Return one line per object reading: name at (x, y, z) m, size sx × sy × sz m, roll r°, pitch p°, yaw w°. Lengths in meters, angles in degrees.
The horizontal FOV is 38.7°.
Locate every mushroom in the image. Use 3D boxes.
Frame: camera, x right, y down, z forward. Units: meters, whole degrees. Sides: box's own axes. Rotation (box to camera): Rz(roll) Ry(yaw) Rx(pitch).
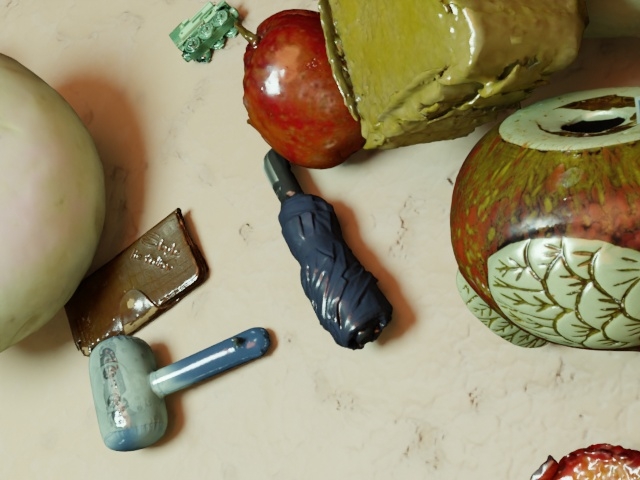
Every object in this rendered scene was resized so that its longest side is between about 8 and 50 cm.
mushroom at (-0.425, -0.052, 0.964) m, size 0.353 × 0.325 × 0.353 m, roll -15°, pitch 53°, yaw 21°

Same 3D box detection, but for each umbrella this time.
umbrella at (-0.007, 0.002, 0.884) m, size 0.071 × 0.071 × 0.248 m, roll -40°, pitch 55°, yaw 11°

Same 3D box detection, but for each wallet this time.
wallet at (-0.206, 0.049, 0.991) m, size 0.176 × 0.026 × 0.095 m, roll -33°, pitch 63°, yaw 15°

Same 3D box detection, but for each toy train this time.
toy train at (-0.131, -0.242, 1.046) m, size 0.083 × 0.033 × 0.053 m, roll -42°, pitch 55°, yaw 10°

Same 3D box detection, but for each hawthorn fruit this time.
hawthorn fruit at (-0.014, -0.153, 0.875) m, size 0.148 × 0.172 × 0.148 m, roll -44°, pitch 25°, yaw 27°

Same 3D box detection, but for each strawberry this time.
strawberry at (0.216, 0.222, 0.669) m, size 0.145 × 0.086 × 0.145 m, roll -10°, pitch 67°, yaw 25°

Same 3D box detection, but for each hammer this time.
hammer at (-0.139, 0.130, 0.912) m, size 0.194 × 0.069 × 0.116 m, roll -24°, pitch 63°, yaw 11°

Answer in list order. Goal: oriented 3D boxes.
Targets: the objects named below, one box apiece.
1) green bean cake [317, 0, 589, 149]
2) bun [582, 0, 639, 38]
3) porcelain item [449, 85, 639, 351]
green bean cake at (0.094, -0.201, 0.731) m, size 0.224 × 0.131 × 0.229 m, roll 148°, pitch 110°, yaw -66°
bun at (0.277, -0.332, 0.734) m, size 0.361 × 0.213 × 0.361 m, roll -26°, pitch 60°, yaw 55°
porcelain item at (0.225, 0.010, 0.689) m, size 0.253 × 0.253 × 0.252 m, roll -9°, pitch 69°, yaw 26°
